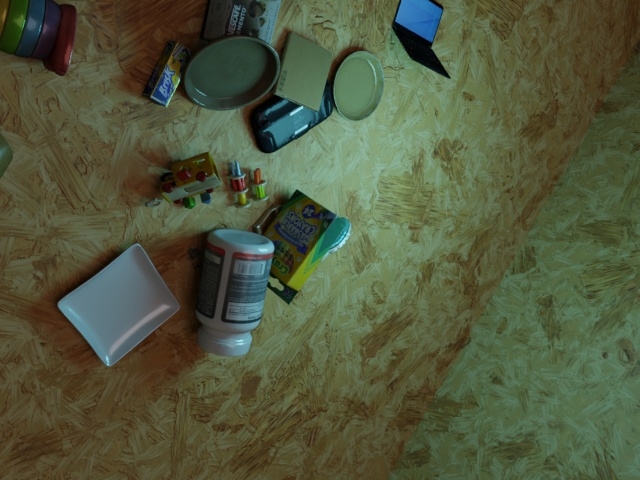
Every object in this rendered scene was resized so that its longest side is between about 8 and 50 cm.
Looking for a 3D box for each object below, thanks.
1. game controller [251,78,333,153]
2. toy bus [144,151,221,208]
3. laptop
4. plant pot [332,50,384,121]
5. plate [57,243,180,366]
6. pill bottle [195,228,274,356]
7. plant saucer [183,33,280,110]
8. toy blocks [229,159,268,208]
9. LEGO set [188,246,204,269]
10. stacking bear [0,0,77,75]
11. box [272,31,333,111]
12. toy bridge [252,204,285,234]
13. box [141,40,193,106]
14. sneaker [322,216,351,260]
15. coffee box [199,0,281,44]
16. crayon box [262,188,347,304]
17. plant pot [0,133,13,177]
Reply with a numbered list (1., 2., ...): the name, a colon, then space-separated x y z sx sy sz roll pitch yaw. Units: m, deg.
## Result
1. game controller: -0.083 -0.408 2.070 0.319 0.067 0.167 -36 142 -25
2. toy bus: -0.387 -0.181 1.845 0.202 0.191 0.104 0 63 -43
3. laptop: 0.382 -0.738 2.286 0.234 0.264 0.136 10 137 -43
4. plant pot: 0.125 -0.530 2.216 0.236 0.032 0.236 -17 117 -37
5. plate: -0.579 0.183 1.865 0.278 0.045 0.277 -41 129 -22
6. pill bottle: -0.276 0.161 2.012 0.210 0.210 0.363 1 107 -42
7. plant saucer: -0.249 -0.472 1.801 0.277 0.041 0.278 -16 152 -9
8. toy blocks: -0.227 -0.188 2.023 0.123 0.054 0.148 -25 122 -32
9. LEGO set: -0.390 0.050 2.000 0.054 0.023 0.083 -11 127 -37
10. stacking bear: -0.703 -0.488 1.412 0.289 0.175 0.164 11 102 -36
11. box: -0.052 -0.524 2.012 0.164 0.021 0.201 18 82 -31
12. toy bridge: -0.147 -0.085 2.156 0.188 0.026 0.063 -31 125 -30
13. box: -0.415 -0.451 1.747 0.059 0.054 0.169 27 88 -45
14. sneaker: 0.000 0.000 2.275 0.275 0.107 0.110 -40 120 -23
15. coffee box: -0.207 -0.680 1.795 0.168 0.118 0.297 8 102 -44
16. crayon box: -0.089 0.018 2.094 0.323 0.203 0.083 -55 144 -1
17. plant pot: -0.820 -0.153 1.413 0.254 0.237 0.237 -52 135 -34
